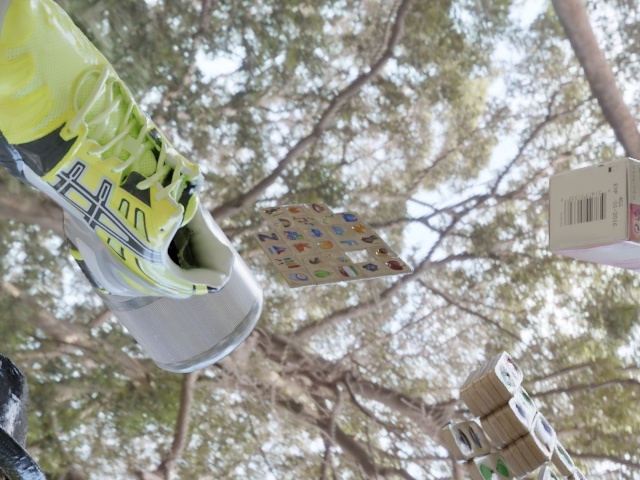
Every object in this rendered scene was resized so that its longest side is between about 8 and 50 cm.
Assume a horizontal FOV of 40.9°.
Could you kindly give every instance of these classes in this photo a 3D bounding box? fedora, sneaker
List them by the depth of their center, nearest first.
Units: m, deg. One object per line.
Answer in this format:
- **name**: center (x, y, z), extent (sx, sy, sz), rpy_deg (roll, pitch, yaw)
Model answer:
- **sneaker**: center (-0.187, -0.082, 0.794), extent (0.147, 0.384, 0.145), rpy_deg (6, -123, 21)
- **fedora**: center (-0.481, 0.233, 1.137), extent (0.334, 0.334, 0.152), rpy_deg (-7, -135, 25)

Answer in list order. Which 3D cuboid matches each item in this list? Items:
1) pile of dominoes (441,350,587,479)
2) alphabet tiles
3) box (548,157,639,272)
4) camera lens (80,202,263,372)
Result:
- **pile of dominoes**: center (0.207, 0.213, 0.713), extent (0.040, 0.196, 0.251), rpy_deg (-38, -95, 23)
- **alphabet tiles**: center (0.000, 0.000, 1.322), extent (0.198, 0.009, 0.237), rpy_deg (-6, -149, -25)
- **box**: center (0.481, -0.032, 1.318), extent (0.148, 0.232, 0.127), rpy_deg (-13, -110, 55)
- **camera lens**: center (-0.240, 0.061, 1.400), extent (0.219, 0.274, 0.219), rpy_deg (-24, -151, 15)
